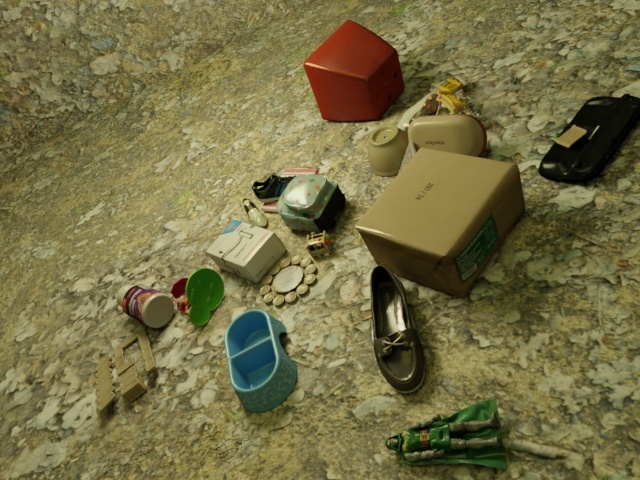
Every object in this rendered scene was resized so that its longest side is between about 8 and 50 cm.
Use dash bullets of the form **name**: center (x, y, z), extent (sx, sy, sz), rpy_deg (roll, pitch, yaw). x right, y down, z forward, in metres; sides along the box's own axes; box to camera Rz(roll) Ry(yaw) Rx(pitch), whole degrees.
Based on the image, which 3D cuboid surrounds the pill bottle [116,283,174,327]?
- **pill bottle**: center (-0.552, 0.196, 1.869), extent (0.194, 0.108, 0.108), rpy_deg (13, 57, 42)

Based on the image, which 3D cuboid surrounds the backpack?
- **backpack**: center (-0.042, -0.115, 1.832), extent (0.189, 0.144, 0.165), rpy_deg (2, 55, 39)

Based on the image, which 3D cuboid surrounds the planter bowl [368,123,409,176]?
- **planter bowl**: center (0.216, -0.293, 1.871), extent (0.162, 0.109, 0.162), rpy_deg (-18, 41, 16)

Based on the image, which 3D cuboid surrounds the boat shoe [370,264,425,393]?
- **boat shoe**: center (0.163, 0.195, 1.399), extent (0.112, 0.095, 0.335), rpy_deg (-21, 40, 14)

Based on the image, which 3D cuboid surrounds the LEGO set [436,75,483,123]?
- **LEGO set**: center (0.419, -0.429, 1.917), extent (0.132, 0.107, 0.287), rpy_deg (7, 38, -6)

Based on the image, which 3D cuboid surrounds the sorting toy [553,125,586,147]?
- **sorting toy**: center (0.645, -0.272, 1.561), extent (0.062, 0.012, 0.083), rpy_deg (-42, 29, 5)

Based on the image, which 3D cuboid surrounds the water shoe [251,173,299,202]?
- **water shoe**: center (-0.131, -0.180, 1.966), extent (0.203, 0.080, 0.072), rpy_deg (-17, 44, 20)

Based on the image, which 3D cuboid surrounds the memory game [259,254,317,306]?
- **memory game**: center (-0.093, 0.115, 1.724), extent (0.186, 0.012, 0.186), rpy_deg (-19, 41, 17)

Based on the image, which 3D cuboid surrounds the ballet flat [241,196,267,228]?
- **ballet flat**: center (-0.228, -0.093, 2.002), extent (0.057, 0.052, 0.168), rpy_deg (-36, 39, -5)

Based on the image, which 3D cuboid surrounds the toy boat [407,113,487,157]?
- **toy boat**: center (0.382, -0.303, 1.770), extent (0.231, 0.150, 0.151), rpy_deg (6, 24, 38)

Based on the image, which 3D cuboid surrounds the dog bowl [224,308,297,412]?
- **dog bowl**: center (-0.162, 0.294, 1.533), extent (0.166, 0.074, 0.297), rpy_deg (-28, 39, 5)

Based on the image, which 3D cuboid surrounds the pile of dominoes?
- **pile of dominoes**: center (-0.569, 0.382, 1.761), extent (0.196, 0.040, 0.251), rpy_deg (-37, 31, -5)

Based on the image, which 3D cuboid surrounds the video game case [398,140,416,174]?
- **video game case**: center (0.257, -0.220, 1.769), extent (0.011, 0.122, 0.087), rpy_deg (6, 41, -10)

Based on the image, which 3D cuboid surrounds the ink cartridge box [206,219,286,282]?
- **ink cartridge box**: center (-0.229, 0.030, 1.846), extent (0.203, 0.086, 0.148), rpy_deg (16, 58, 44)

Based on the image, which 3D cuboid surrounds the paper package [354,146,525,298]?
- **paper package**: center (0.306, -0.060, 1.519), extent (0.310, 0.168, 0.325), rpy_deg (20, 60, 45)

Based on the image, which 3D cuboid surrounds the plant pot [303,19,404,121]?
- **plant pot**: center (0.142, -0.577, 2.120), extent (0.236, 0.267, 0.267), rpy_deg (26, 65, 34)

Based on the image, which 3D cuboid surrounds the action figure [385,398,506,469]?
- **action figure**: center (0.236, 0.389, 1.178), extent (0.232, 0.063, 0.137), rpy_deg (-17, 44, 23)

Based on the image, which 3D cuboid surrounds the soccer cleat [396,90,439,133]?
- **soccer cleat**: center (0.324, -0.427, 1.977), extent (0.196, 0.068, 0.076), rpy_deg (-46, 37, -12)

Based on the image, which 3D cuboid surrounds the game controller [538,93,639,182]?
- **game controller**: center (0.707, -0.271, 1.569), extent (0.319, 0.067, 0.166), rpy_deg (-48, 27, -19)

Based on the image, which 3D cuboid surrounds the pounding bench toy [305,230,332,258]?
- **pounding bench toy**: center (0.000, 0.000, 1.750), extent (0.065, 0.052, 0.083), rpy_deg (-15, 42, 20)

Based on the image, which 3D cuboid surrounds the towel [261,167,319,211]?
- **towel**: center (-0.099, -0.168, 2.019), extent (0.144, 0.029, 0.197), rpy_deg (5, 54, 38)

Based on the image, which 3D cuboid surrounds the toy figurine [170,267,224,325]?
- **toy figurine**: center (-0.393, 0.171, 1.814), extent (0.159, 0.130, 0.173), rpy_deg (-6, 69, 48)
